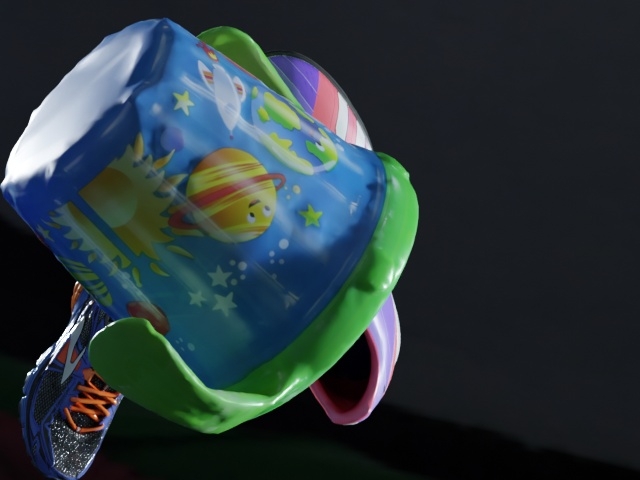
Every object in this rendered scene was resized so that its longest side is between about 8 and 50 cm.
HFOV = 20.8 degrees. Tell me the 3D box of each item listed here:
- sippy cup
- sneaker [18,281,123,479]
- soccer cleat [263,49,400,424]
[{"bbox_3d":[-0.089,-0.027,1.217,0.224,0.240,0.305,42,180,-25],"label":"sippy cup"},{"bbox_3d":[-0.193,0.106,1.517,0.083,0.221,0.087,26,165,-35],"label":"sneaker"},{"bbox_3d":[0.000,0.000,1.437,0.109,0.318,0.116,-10,-157,9],"label":"soccer cleat"}]
